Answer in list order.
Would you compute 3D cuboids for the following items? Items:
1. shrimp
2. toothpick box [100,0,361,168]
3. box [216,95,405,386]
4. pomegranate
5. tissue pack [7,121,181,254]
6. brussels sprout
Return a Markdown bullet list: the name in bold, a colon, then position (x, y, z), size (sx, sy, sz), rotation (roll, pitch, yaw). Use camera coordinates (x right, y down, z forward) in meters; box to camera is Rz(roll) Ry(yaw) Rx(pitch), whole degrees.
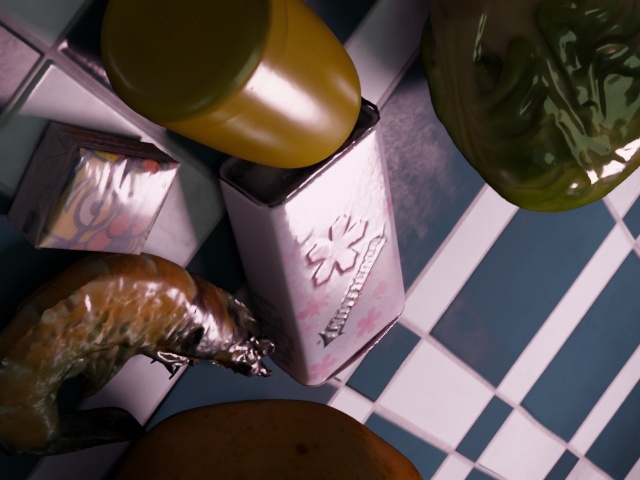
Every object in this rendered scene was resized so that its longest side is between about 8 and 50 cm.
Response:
- **shrimp**: position (-0.198, 0.144, 1.549), size (0.272, 0.085, 0.445), rotation (-54, 149, 11)
- **toothpick box**: position (-0.069, -0.164, 1.332), size (0.175, 0.175, 0.271), rotation (-57, 152, 4)
- **box**: position (0.000, 0.000, 1.647), size (0.190, 0.112, 0.369), rotation (-42, 148, -22)
- **pomegranate**: position (-0.053, 0.372, 1.552), size (0.416, 0.416, 0.416), rotation (-35, 144, -30)
- **tissue pack**: position (-0.216, -0.046, 1.351), size (0.148, 0.060, 0.108), rotation (8, 115, -55)
- **brussels sprout**: position (0.261, -0.216, 1.643), size (0.289, 0.281, 0.354), rotation (-38, 127, 6)
